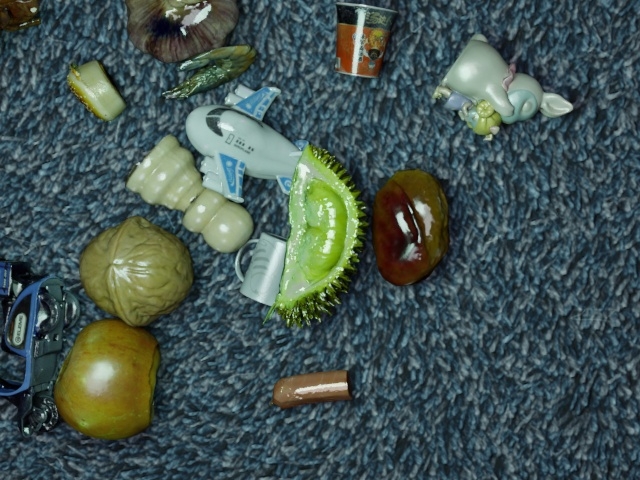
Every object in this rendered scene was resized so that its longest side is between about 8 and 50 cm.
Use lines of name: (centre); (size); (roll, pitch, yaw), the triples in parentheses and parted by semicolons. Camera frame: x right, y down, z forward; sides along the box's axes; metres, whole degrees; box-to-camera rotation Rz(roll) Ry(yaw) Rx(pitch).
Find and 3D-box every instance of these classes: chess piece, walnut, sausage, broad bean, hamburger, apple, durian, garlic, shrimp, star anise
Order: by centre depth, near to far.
durian: (0.000, 0.000, 1.848); (0.169, 0.158, 0.352); (10, 91, -6)
broad bean: (0.174, -0.025, 1.860); (0.156, 0.122, 0.229); (1, 86, 32)
garlic: (-0.276, -0.465, 1.870); (0.244, 0.160, 0.245); (-1, 86, 9)
walnut: (-0.361, 0.059, 1.875); (0.228, 0.228, 0.228); (0, 92, 7)
shrimp: (-0.231, -0.335, 1.883); (0.217, 0.150, 0.051); (-25, 81, 13)
apple: (-0.410, 0.279, 1.897); (0.207, 0.237, 0.237); (22, 95, -17)
chess piece: (-0.250, -0.077, 1.909); (0.261, 0.143, 0.143); (42, 96, -3)
hamburger: (-0.454, -0.303, 1.922); (0.081, 0.126, 0.141); (-32, 93, -3)
sausage: (-0.023, 0.301, 1.926); (0.169, 0.065, 0.065); (-8, 91, 8)
star anise: (-0.671, -0.450, 1.945); (0.212, 0.111, 0.196); (17, 61, 25)

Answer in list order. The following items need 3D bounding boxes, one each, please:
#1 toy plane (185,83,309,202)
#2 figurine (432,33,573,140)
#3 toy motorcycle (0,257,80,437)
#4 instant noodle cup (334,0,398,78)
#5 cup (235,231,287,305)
toy plane: (-0.136, -0.189, 1.873); (0.266, 0.122, 0.267); (7, 67, -18)
figurine: (0.350, -0.270, 1.828); (0.235, 0.127, 0.155); (35, 77, 2)
toy motorcycle: (-0.617, 0.223, 1.968); (0.212, 0.125, 0.359); (6, 91, 15)
instant noodle cup: (0.081, -0.388, 1.862); (0.127, 0.127, 0.136); (10, 101, 6)
cup: (-0.111, 0.053, 1.906); (0.136, 0.099, 0.133); (22, 95, 5)
